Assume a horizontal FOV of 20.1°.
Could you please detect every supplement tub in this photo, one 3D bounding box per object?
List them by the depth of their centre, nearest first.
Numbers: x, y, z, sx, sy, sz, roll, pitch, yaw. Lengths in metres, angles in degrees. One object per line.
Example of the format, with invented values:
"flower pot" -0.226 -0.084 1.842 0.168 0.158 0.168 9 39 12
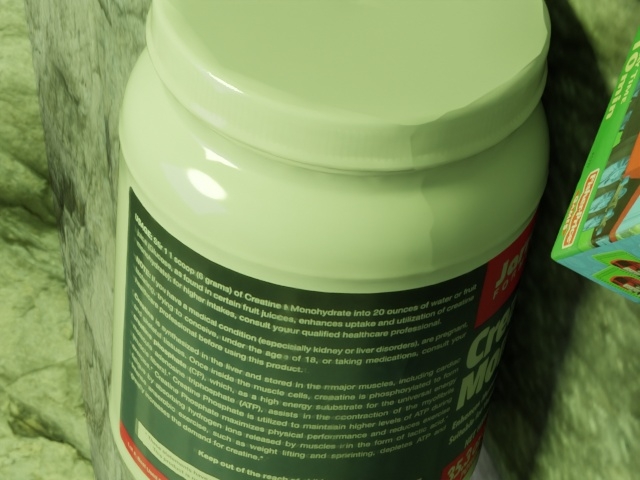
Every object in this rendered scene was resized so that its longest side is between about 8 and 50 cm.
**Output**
"supplement tub" 0.000 0.000 0.837 0.191 0.191 0.272 -113 23 -44

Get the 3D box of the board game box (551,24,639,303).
"board game box" 0.141 -0.073 0.467 0.160 0.039 0.211 -67 12 -14
